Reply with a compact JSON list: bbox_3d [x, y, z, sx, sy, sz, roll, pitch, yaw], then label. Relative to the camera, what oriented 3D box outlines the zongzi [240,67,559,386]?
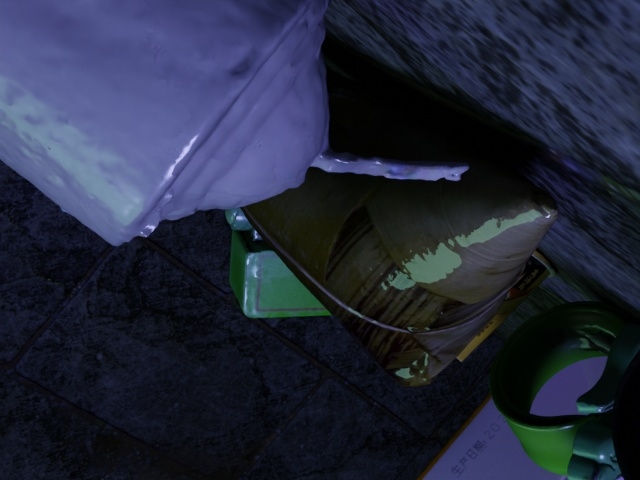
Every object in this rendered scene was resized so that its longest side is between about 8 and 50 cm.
[{"bbox_3d":[0.025,-0.060,0.674,0.274,0.145,0.300,46,165,12],"label":"zongzi"}]

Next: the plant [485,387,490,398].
[{"bbox_3d":[0.360,0.238,1.672,0.142,0.164,0.256,40,-168,-3],"label":"plant"}]

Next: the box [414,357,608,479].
[{"bbox_3d":[0.287,0.273,1.062,0.214,0.283,0.259,39,-178,-45],"label":"box"}]

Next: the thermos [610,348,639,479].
[{"bbox_3d":[0.244,0.136,0.535,0.330,0.136,0.109,48,-165,-54],"label":"thermos"}]

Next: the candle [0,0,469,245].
[{"bbox_3d":[-0.080,-0.097,0.501,0.330,0.187,0.187,38,-179,-8],"label":"candle"}]

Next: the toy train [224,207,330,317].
[{"bbox_3d":[0.000,0.000,1.294,0.243,0.188,0.132,-2,-158,-16],"label":"toy train"}]

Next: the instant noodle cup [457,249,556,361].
[{"bbox_3d":[0.120,0.029,0.953,0.151,0.122,0.151,39,-178,-2],"label":"instant noodle cup"}]

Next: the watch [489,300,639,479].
[{"bbox_3d":[0.204,0.128,0.828,0.152,0.165,0.131,14,149,47],"label":"watch"}]
